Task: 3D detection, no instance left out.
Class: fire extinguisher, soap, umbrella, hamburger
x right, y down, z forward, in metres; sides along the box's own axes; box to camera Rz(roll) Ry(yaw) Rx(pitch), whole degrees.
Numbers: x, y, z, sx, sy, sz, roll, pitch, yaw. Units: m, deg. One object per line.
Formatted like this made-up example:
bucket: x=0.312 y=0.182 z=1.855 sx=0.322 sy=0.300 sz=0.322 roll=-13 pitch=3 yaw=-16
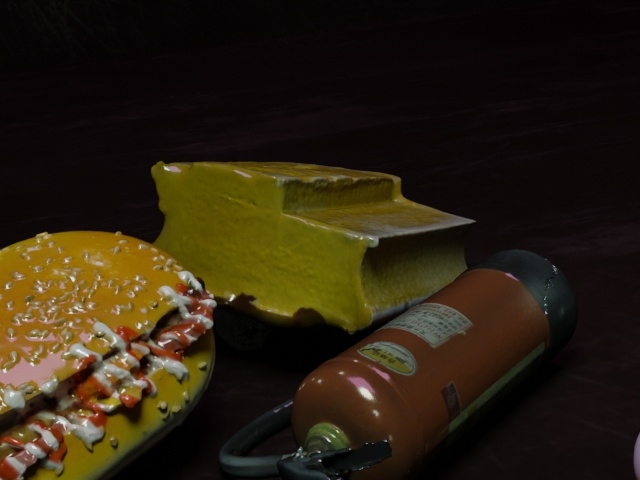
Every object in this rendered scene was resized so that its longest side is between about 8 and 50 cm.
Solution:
fire extinguisher: x=0.062 y=0.134 z=0.899 sx=0.376 sy=0.113 sz=0.200 roll=-27 pitch=-11 yaw=-47
soap: x=0.000 y=0.000 z=1.086 sx=0.259 sy=0.143 sz=0.281 roll=16 pitch=10 yaw=24
umbrella: x=-0.091 y=0.064 z=1.124 sx=0.067 sy=0.062 sz=0.143 roll=-22 pitch=29 yaw=-6
hamburger: x=-0.221 y=0.098 z=0.850 sx=0.227 sy=0.151 sz=0.295 roll=35 pitch=51 yaw=21

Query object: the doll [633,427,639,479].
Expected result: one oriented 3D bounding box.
doll: x=0.316 y=0.113 z=0.630 sx=0.310 sy=0.240 sz=0.284 roll=-55 pitch=5 yaw=-29
